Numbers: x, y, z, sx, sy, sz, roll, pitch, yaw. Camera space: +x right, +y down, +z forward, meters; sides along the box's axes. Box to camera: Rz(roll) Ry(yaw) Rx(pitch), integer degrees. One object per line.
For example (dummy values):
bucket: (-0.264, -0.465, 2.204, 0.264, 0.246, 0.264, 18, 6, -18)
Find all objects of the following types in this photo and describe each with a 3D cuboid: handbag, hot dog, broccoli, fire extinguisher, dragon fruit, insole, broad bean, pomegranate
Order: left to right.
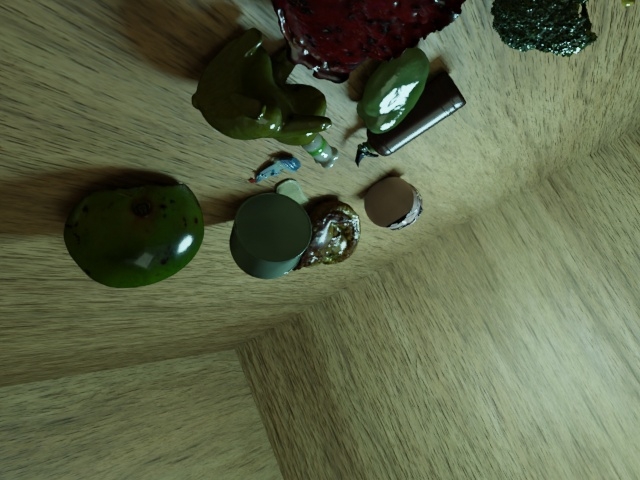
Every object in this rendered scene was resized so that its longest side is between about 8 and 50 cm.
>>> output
pomegranate: (-0.434, 0.014, 1.208, 0.310, 0.216, 0.358, -19, 163, -30)
insole: (-0.087, -0.139, 1.572, 0.081, 0.011, 0.248, -27, 163, 5)
hot dog: (0.000, 0.000, 1.832, 0.267, 0.174, 0.387, -13, 161, -27)
dragon fruit: (0.042, -0.421, 0.786, 0.286, 0.227, 0.329, 18, 168, -19)
broad bean: (0.170, -0.346, 1.165, 0.169, 0.100, 0.228, -27, 163, -17)
handbag: (0.266, -0.131, 1.813, 0.205, 0.179, 0.116, -33, 168, 29)
fire extinguisher: (0.219, -0.302, 1.347, 0.344, 0.102, 0.138, -33, 163, 25)
broccoli: (0.516, -0.508, 1.027, 0.362, 0.221, 0.251, -12, 123, -36)

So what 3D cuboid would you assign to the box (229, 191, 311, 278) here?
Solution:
box: (-0.153, -0.011, 1.500, 0.226, 0.226, 0.149, -17, 162, -23)

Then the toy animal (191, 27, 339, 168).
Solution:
toy animal: (-0.061, -0.260, 0.977, 0.180, 0.181, 0.363, -25, 165, 37)

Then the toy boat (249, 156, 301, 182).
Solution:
toy boat: (-0.126, -0.194, 1.345, 0.150, 0.034, 0.105, -12, 166, 0)

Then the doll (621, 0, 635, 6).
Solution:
doll: (0.728, -0.614, 1.147, 0.089, 0.101, 0.179, 11, -179, 27)
